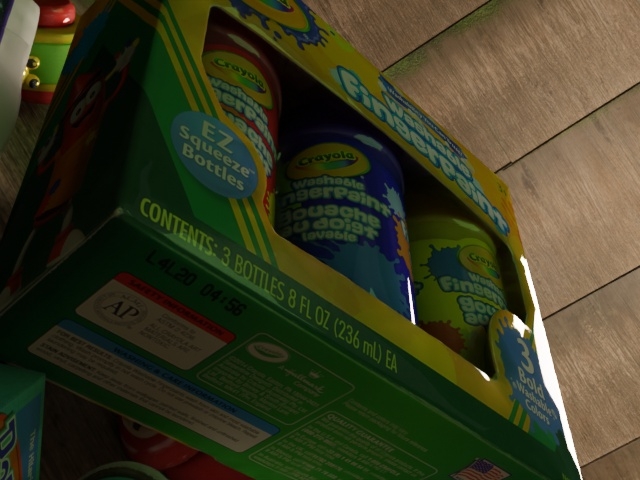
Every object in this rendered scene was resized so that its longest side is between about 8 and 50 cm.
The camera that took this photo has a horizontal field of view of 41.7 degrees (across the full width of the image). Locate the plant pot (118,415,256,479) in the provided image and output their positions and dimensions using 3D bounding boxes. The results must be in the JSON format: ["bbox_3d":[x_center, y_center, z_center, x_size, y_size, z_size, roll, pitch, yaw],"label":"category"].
[{"bbox_3d":[-0.078,0.154,0.776,0.174,0.191,0.191,36,24,-31],"label":"plant pot"}]

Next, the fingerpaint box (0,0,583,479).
[{"bbox_3d":[0.000,0.000,0.688,0.445,0.163,0.371,36,35,-30],"label":"fingerpaint box"}]

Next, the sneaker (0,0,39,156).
[{"bbox_3d":[-0.364,-0.155,0.660,0.236,0.130,0.322,30,37,-31],"label":"sneaker"}]

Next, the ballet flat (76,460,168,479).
[{"bbox_3d":[-0.079,0.341,0.530,0.139,0.139,0.400,21,46,-66],"label":"ballet flat"}]

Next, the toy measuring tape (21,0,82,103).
[{"bbox_3d":[-0.301,-0.238,0.972,0.121,0.121,0.330,51,17,-23],"label":"toy measuring tape"}]

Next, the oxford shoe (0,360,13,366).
[{"bbox_3d":[-0.292,0.007,0.436,0.130,0.123,0.348,35,0,36],"label":"oxford shoe"}]

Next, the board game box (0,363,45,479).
[{"bbox_3d":[-0.209,0.171,0.412,0.210,0.047,0.160,-54,152,-74],"label":"board game box"}]
